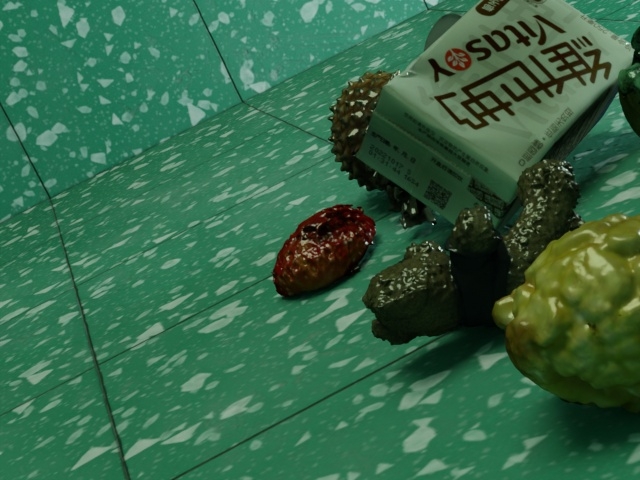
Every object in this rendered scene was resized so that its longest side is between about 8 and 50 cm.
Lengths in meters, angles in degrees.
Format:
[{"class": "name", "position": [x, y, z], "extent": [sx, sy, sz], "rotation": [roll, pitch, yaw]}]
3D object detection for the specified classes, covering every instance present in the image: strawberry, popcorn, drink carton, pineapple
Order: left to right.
[{"class": "strawberry", "position": [0.000, 0.000, 1.774], "extent": [0.121, 0.082, 0.188], "rotation": [-21, 18, 28]}, {"class": "pineapple", "position": [0.098, -0.128, 1.874], "extent": [0.175, 0.175, 0.361], "rotation": [-25, 13, 3]}, {"class": "drink carton", "position": [0.215, -0.166, 1.677], "extent": [0.324, 0.194, 0.132], "rotation": [-44, -17, -39]}, {"class": "popcorn", "position": [0.219, 0.058, 1.088], "extent": [0.180, 0.170, 0.180], "rotation": [14, 13, -3]}]

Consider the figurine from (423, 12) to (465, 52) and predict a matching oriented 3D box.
[{"class": "figurine", "position": [0.262, -0.239, 1.954], "extent": [0.236, 0.133, 0.176], "rotation": [1, 2, -29]}]

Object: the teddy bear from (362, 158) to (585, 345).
[{"class": "teddy bear", "position": [0.163, 0.026, 1.344], "extent": [0.251, 0.182, 0.129], "rotation": [-28, 51, -13]}]

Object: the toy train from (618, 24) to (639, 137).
[{"class": "toy train", "position": [0.481, -0.211, 1.642], "extent": [0.307, 0.189, 0.126], "rotation": [-28, 54, -9]}]
